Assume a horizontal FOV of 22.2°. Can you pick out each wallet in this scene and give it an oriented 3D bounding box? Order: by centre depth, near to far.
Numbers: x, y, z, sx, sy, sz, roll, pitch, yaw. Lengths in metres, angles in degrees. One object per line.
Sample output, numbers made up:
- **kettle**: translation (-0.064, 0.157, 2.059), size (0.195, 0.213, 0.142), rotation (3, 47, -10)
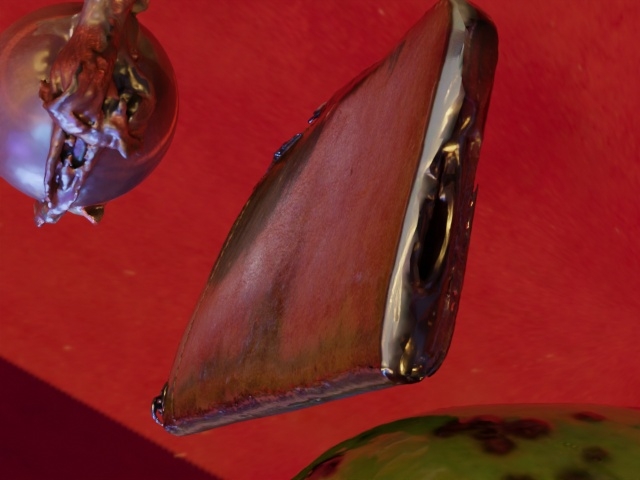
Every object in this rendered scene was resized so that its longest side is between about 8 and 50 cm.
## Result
- **wallet**: translation (0.000, 0.000, 0.594), size (0.031, 0.255, 0.137), rotation (22, 74, -14)

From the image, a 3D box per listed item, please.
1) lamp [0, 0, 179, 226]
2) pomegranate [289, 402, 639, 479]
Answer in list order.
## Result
- **lamp**: translation (-0.163, -0.120, 1.182), size (0.223, 0.151, 0.215), rotation (-17, 64, 48)
- **pomegranate**: translation (0.071, 0.176, 0.446), size (0.254, 0.254, 0.270), rotation (-42, 57, 7)
